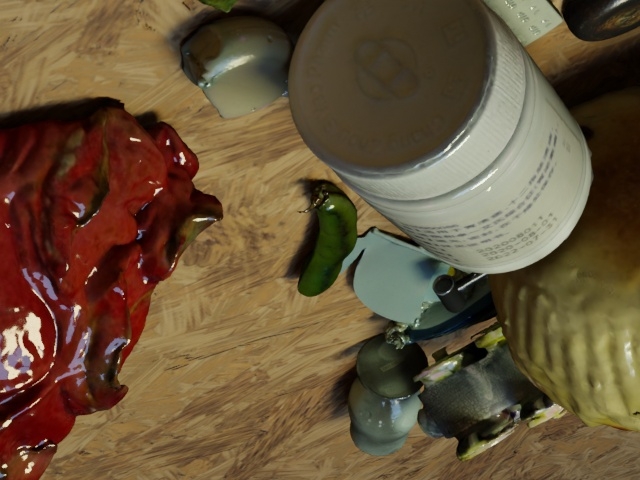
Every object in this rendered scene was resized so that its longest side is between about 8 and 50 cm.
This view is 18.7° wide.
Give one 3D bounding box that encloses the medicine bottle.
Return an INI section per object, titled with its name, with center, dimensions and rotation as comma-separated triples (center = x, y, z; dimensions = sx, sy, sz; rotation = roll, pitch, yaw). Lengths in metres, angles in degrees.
[medicine bottle]
center = 0.111, -0.097, 1.687
dimensions = 0.190, 0.190, 0.332
rotation = -30, 158, 10

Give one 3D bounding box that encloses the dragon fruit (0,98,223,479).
[dragon fruit]
center = -0.238, 0.037, 1.593
dimensions = 0.329, 0.228, 0.286
rotation = -24, 155, 3

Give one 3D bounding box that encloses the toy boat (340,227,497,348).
[toy boat]
center = 0.113, 0.043, 2.153
dimensions = 0.220, 0.067, 0.291
rotation = -37, 151, 25

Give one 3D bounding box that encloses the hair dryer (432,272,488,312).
[hair dryer]
center = 0.166, 0.043, 2.135
dimensions = 0.083, 0.026, 0.047
rotation = -33, 142, 3

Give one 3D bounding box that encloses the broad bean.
[broad bean]
center = 0.005, -0.003, 1.978
dimensions = 0.069, 0.039, 0.227
rotation = -27, 156, -12

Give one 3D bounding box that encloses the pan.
[pan]
center = 0.307, -0.248, 1.765
dimensions = 0.115, 0.040, 0.212
rotation = -11, 154, -41

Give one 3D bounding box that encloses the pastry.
[pastry]
center = 0.353, 0.028, 1.953
dimensions = 0.389, 0.388, 0.312
rotation = -24, 138, -3

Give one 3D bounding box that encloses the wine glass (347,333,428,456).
[wine glass]
center = 0.080, 0.195, 2.394
dimensions = 0.093, 0.093, 0.202
rotation = -19, 156, -14

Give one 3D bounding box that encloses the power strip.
[power strip]
center = 0.150, -0.220, 1.682
dimensions = 0.060, 0.027, 0.253
rotation = -32, 156, 14

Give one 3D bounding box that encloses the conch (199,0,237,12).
[conch]
center = -0.073, -0.219, 1.442
dimensions = 0.121, 0.074, 0.089
rotation = 30, 96, -40

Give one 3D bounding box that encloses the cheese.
[cheese]
center = -0.056, -0.136, 1.629
dimensions = 0.092, 0.047, 0.171
rotation = -29, 157, 11

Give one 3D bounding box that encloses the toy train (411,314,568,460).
[toy train]
center = 0.229, 0.151, 2.244
dimensions = 0.177, 0.134, 0.261
rotation = -21, 170, -48
